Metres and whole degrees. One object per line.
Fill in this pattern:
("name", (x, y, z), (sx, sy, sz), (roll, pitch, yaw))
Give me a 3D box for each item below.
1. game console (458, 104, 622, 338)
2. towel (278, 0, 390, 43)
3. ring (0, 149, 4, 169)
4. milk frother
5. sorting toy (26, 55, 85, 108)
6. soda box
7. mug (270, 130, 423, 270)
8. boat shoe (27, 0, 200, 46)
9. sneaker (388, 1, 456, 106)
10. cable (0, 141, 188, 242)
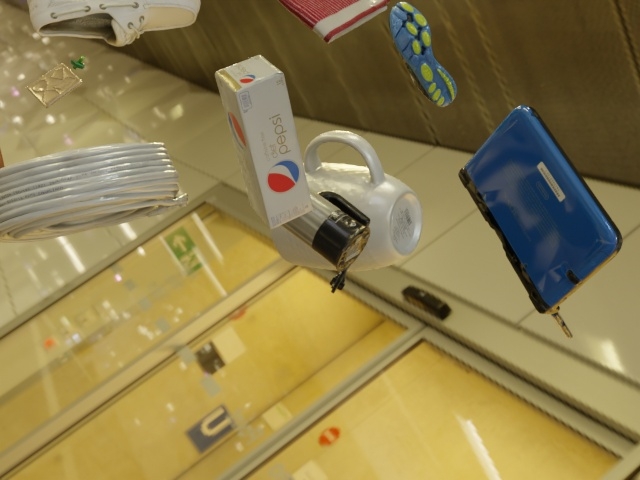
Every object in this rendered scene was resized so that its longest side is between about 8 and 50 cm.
("game console", (0.363, -0.026, 1.313), (0.250, 0.173, 0.293), (-52, -131, 37))
("towel", (-0.045, -0.502, 1.473), (0.329, 0.237, 0.037), (42, -45, 5))
("ring", (-0.536, -0.179, 1.333), (0.336, 0.032, 0.337), (44, -38, 50))
("milk frother", (0.000, 0.000, 1.331), (0.134, 0.143, 0.129), (37, 22, 20))
("sorting toy", (-0.327, -0.204, 1.045), (0.062, 0.083, 0.012), (40, -17, 35))
("soda box", (-0.072, -0.126, 1.076), (0.074, 0.069, 0.216), (47, -24, 47))
("mug", (0.071, -0.099, 2.076), (0.328, 0.276, 0.374), (6, -59, 36))
("boat shoe", (-0.330, -0.360, 1.339), (0.098, 0.276, 0.096), (123, -42, -62))
("sneaker", (0.161, -0.307, 1.372), (0.188, 0.067, 0.078), (57, -9, -23))
("cable", (-0.314, -0.064, 1.077), (0.257, 0.257, 0.089), (153, -77, -87))
